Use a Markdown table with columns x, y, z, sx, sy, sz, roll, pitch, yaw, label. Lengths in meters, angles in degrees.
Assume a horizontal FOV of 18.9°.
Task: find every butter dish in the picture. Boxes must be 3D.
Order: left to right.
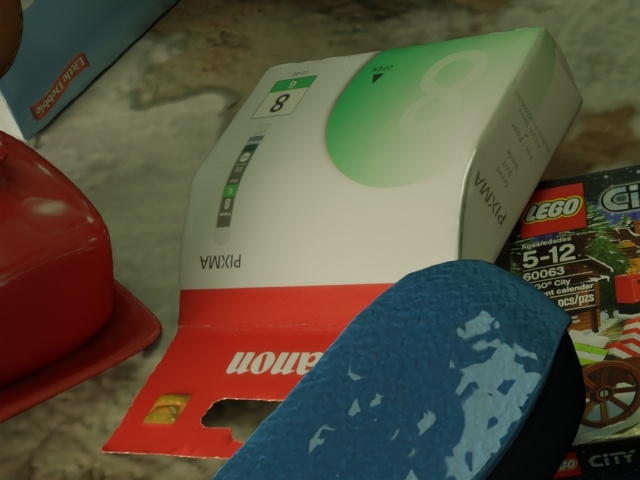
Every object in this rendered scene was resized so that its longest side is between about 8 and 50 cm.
| x | y | z | sx | sy | sz | roll | pitch | yaw | label |
| --- | --- | --- | --- | --- | --- | --- | --- | --- | --- |
| -0.170 | -0.004 | 0.901 | 0.160 | 0.118 | 0.160 | 36 | 41 | 27 | butter dish |

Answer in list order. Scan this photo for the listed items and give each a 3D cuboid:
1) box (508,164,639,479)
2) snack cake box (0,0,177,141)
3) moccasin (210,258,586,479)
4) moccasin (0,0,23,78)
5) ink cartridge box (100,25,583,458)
| x | y | z | sx | sy | sz | roll | pitch | yaw | label |
| --- | --- | --- | --- | --- | --- | --- | --- | --- | --- |
| 0.200 | 0.026 | 0.824 | 0.233 | 0.044 | 0.159 | -10 | 44 | 11 | box |
| -0.152 | -0.190 | 1.145 | 0.152 | 0.089 | 0.264 | 20 | 57 | 36 | snack cake box |
| -0.017 | 0.163 | 0.714 | 0.342 | 0.117 | 0.138 | -40 | 56 | -4 | moccasin |
| -0.309 | -0.083 | 1.042 | 0.380 | 0.147 | 0.139 | -17 | 74 | 30 | moccasin |
| 0.000 | 0.000 | 0.889 | 0.181 | 0.056 | 0.225 | -3 | 42 | 43 | ink cartridge box |
